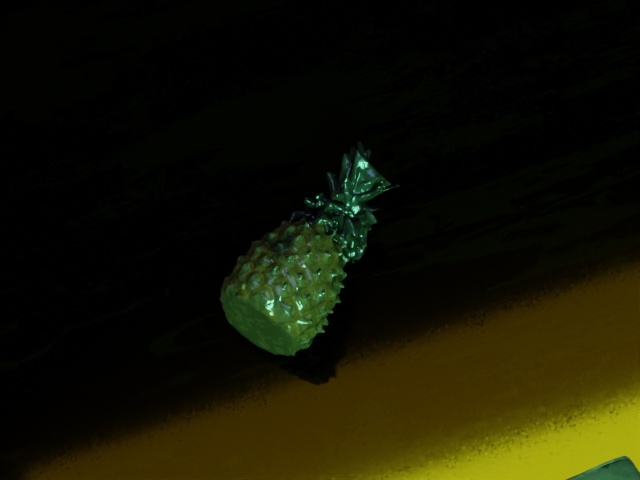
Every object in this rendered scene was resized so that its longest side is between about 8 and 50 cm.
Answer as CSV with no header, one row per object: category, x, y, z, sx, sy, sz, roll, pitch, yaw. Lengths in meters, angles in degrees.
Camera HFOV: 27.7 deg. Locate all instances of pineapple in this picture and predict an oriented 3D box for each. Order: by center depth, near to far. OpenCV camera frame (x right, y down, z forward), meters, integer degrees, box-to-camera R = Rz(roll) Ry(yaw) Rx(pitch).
pineapple,0.000,0.000,1.899,0.169,0.169,0.340,27,65,20

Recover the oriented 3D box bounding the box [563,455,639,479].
box,0.331,0.444,1.531,0.225,0.190,0.297,-21,26,1
